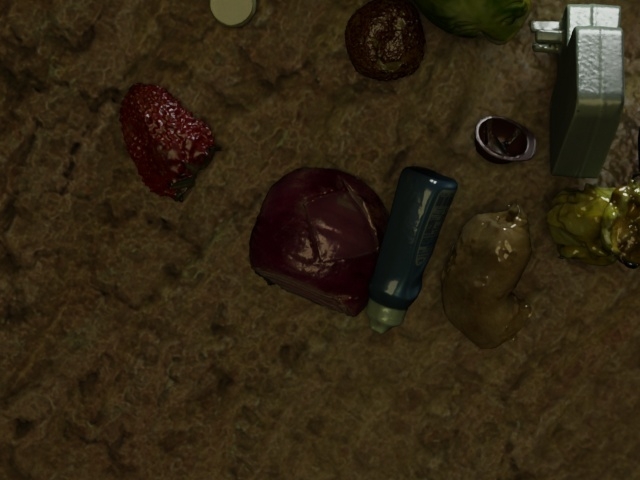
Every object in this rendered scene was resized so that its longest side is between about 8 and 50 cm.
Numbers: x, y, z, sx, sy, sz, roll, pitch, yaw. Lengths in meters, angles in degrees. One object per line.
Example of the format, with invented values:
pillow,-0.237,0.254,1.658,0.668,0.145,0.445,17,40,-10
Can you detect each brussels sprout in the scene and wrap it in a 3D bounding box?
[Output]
brussels sprout,0.237,-0.414,1.516,0.223,0.223,0.161,26,106,1

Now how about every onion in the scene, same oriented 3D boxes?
onion,0.000,0.000,1.650,0.250,0.111,0.247,22,102,3

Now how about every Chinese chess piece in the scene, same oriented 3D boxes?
Chinese chess piece,-0.153,-0.415,1.638,0.084,0.034,0.084,1,101,5

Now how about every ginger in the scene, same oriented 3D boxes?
ginger,0.288,0.056,1.618,0.152,0.138,0.267,0,111,-9

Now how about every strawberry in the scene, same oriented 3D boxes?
strawberry,-0.293,-0.175,1.661,0.208,0.087,0.167,38,102,1

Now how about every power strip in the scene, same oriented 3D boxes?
power strip,0.410,-0.261,1.519,0.141,0.229,0.260,5,65,6

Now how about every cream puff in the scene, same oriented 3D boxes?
cream puff,0.113,-0.343,1.598,0.149,0.084,0.148,1,101,7

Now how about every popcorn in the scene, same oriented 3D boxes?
popcorn,0.470,-0.034,1.554,0.168,0.195,0.173,25,93,-1

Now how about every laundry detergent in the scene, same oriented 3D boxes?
laundry detergent,0.146,0.019,1.620,0.094,0.143,0.289,22,101,16

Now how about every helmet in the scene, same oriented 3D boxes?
helmet,0.311,-0.161,1.618,0.111,0.057,0.089,19,58,-2

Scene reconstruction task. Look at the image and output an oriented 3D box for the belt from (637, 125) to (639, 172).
belt,0.607,-0.034,1.533,0.117,0.212,0.346,-10,102,9
